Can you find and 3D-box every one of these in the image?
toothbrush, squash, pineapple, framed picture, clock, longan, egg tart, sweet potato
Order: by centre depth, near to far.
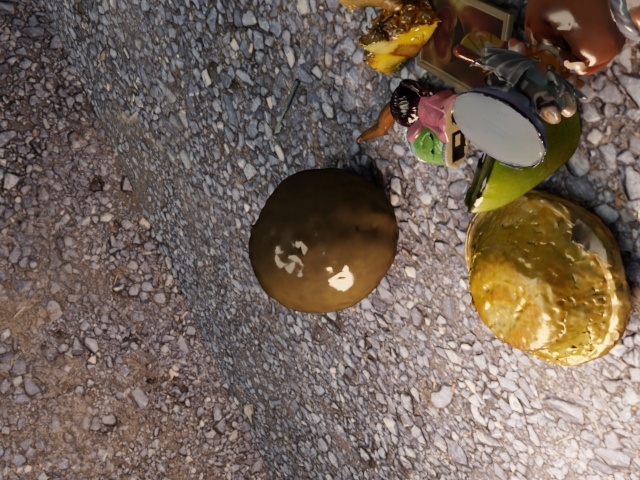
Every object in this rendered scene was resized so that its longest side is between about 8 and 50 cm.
[{"bbox_3d":[0.362,-0.179,1.580,0.210,0.309,0.233,45,142,24],"label":"squash"},{"bbox_3d":[0.306,-0.432,1.687,0.289,0.020,0.211,46,145,45],"label":"framed picture"},{"bbox_3d":[0.471,0.100,1.745,0.443,0.178,0.443,34,138,38],"label":"egg tart"},{"bbox_3d":[0.142,-0.488,1.793,0.250,0.164,0.139,136,122,-68],"label":"pineapple"},{"bbox_3d":[0.254,-0.278,1.845,0.195,0.100,0.194,30,136,40],"label":"clock"},{"bbox_3d":[0.156,-0.301,2.005,0.050,0.050,0.214,58,149,7],"label":"sweet potato"},{"bbox_3d":[-0.005,0.002,2.111,0.436,0.404,0.404,-18,98,58],"label":"longan"},{"bbox_3d":[-0.098,-0.396,2.300,0.019,0.016,0.219,49,144,16],"label":"toothbrush"}]

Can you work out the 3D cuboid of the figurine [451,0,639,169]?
[{"bbox_3d":[0.410,-0.348,1.361,0.277,0.388,0.248,38,165,7],"label":"figurine"}]

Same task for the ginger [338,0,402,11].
[{"bbox_3d":[0.207,-0.592,1.650,0.363,0.122,0.348,43,128,16],"label":"ginger"}]

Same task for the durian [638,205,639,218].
[{"bbox_3d":[0.666,-0.094,1.454,0.140,0.078,0.224,35,149,17],"label":"durian"}]
